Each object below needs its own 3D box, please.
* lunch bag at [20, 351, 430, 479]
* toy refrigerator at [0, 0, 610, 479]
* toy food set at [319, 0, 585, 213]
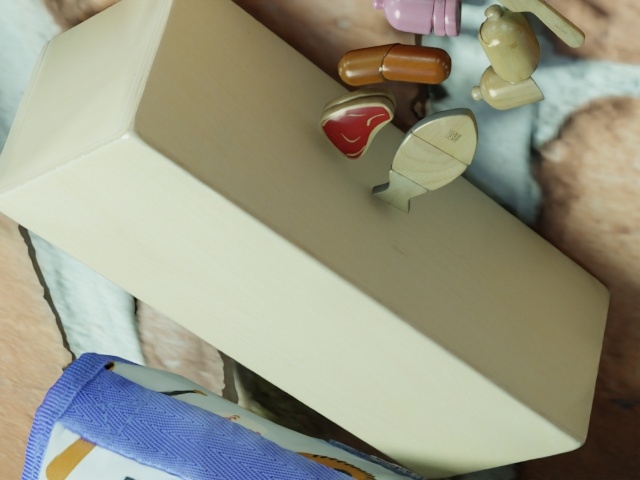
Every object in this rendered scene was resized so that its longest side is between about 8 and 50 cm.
[{"bbox_3d":[0.018,0.248,1.001,0.327,0.239,0.385,21,140,28],"label":"lunch bag"},{"bbox_3d":[0.000,0.000,0.825,0.269,0.094,0.102,34,145,-30],"label":"toy refrigerator"},{"bbox_3d":[0.043,-0.066,0.738,0.078,0.019,0.122,35,132,-19],"label":"toy food set"}]
